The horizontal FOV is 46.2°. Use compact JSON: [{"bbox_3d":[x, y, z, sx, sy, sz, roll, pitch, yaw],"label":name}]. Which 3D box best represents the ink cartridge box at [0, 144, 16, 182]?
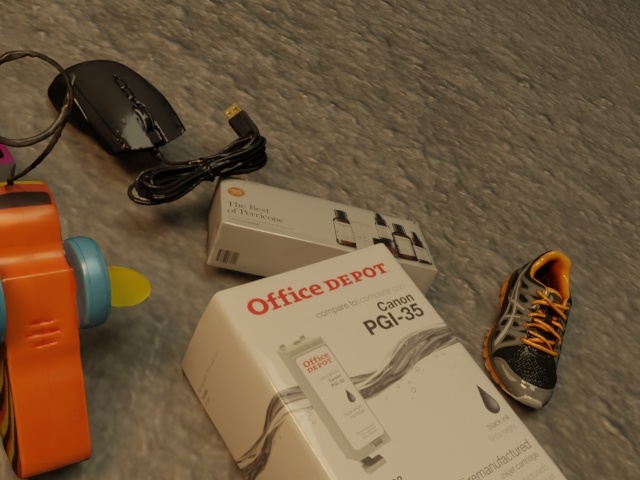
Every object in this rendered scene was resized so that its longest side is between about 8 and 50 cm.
[{"bbox_3d":[-0.474,-0.079,0.632,0.371,0.069,0.175,-18,61,-41],"label":"ink cartridge box"}]

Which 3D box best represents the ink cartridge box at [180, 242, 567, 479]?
[{"bbox_3d":[0.038,0.157,0.654,0.207,0.117,0.283,-16,59,-38],"label":"ink cartridge box"}]

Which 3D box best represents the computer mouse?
[{"bbox_3d":[-0.175,-0.148,0.828,0.184,0.060,0.262,-21,49,-33],"label":"computer mouse"}]

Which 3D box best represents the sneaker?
[{"bbox_3d":[0.243,0.093,0.852,0.084,0.083,0.214,25,44,-7],"label":"sneaker"}]

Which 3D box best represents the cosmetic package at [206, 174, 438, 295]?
[{"bbox_3d":[0.000,0.000,0.812,0.239,0.060,0.099,12,30,-17],"label":"cosmetic package"}]

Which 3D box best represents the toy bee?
[{"bbox_3d":[-0.224,0.017,0.584,0.195,0.298,0.162,17,4,-38],"label":"toy bee"}]
